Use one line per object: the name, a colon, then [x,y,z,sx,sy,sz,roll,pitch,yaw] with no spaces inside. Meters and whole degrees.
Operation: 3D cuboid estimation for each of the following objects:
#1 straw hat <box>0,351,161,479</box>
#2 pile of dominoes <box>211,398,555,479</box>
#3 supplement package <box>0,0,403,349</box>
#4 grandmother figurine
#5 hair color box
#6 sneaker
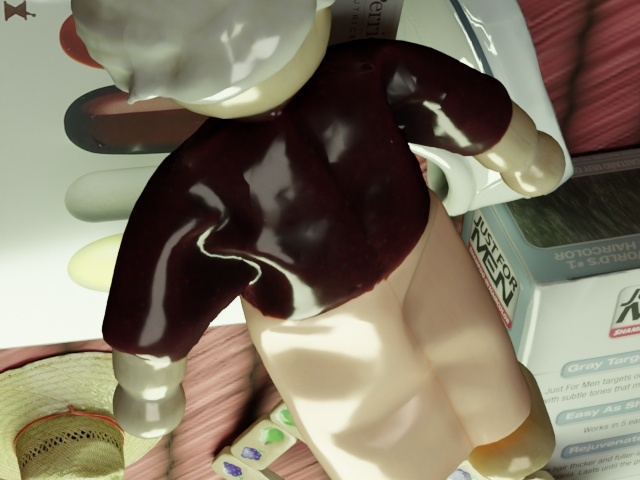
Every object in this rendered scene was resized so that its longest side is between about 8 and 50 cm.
straw hat: [-0.163,0.141,0.769,0.144,0.061,0.144,-10,133,-11]
pile of dominoes: [0.064,0.191,0.800,0.251,0.040,0.196,34,135,-9]
supplement package: [-0.090,-0.072,0.533,0.203,0.149,0.194,-6,133,-15]
grandmother figurine: [0.000,0.000,0.465,0.208,0.104,0.342,-42,135,-18]
hair color box: [0.188,0.114,0.836,0.185,0.114,0.374,-8,134,-12]
sneaker: [0.057,-0.096,0.606,0.091,0.094,0.258,-28,134,7]
